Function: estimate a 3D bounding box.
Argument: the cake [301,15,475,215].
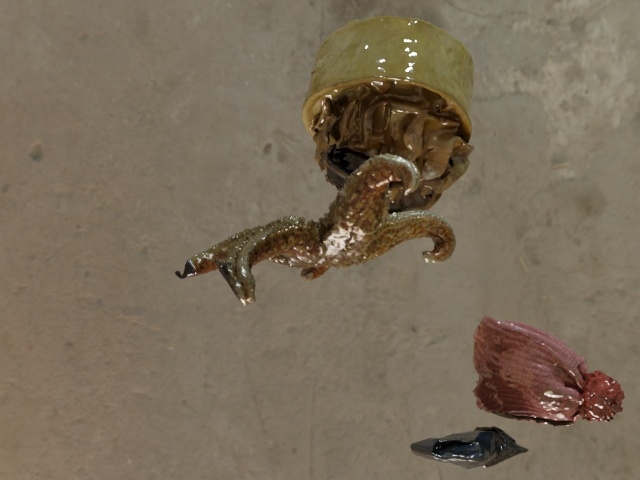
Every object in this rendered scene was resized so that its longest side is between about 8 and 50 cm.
[{"bbox_3d":[0.117,-0.187,1.047,0.332,0.332,0.321,2,71,18],"label":"cake"}]

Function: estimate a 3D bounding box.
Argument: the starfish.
[{"bbox_3d":[0.001,0.003,0.659,0.312,0.303,0.113,-23,78,41],"label":"starfish"}]

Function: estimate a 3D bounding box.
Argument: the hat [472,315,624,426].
[{"bbox_3d":[0.440,0.273,1.118,0.286,0.107,0.237,9,121,36],"label":"hat"}]

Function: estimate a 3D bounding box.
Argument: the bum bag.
[{"bbox_3d":[0.297,0.404,1.103,0.137,0.310,0.074,-9,75,38],"label":"bum bag"}]
